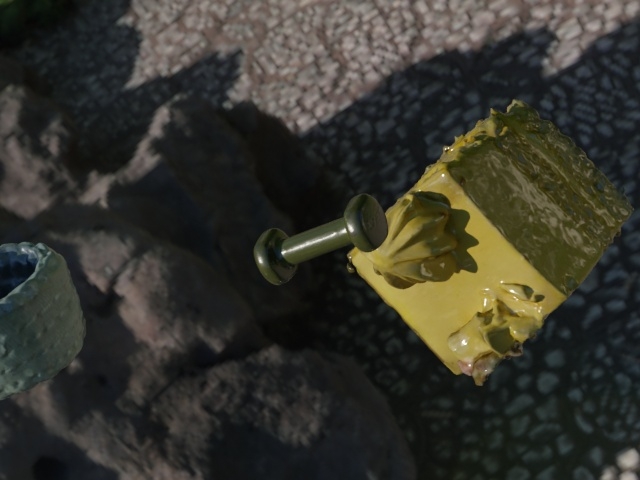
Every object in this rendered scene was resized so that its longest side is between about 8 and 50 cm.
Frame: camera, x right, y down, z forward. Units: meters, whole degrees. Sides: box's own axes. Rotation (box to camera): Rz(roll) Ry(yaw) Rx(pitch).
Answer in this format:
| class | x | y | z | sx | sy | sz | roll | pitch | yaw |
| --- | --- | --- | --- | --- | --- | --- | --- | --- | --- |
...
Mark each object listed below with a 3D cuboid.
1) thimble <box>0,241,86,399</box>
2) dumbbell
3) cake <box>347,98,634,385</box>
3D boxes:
| class | x | y | z | sx | sy | sz | roll | pitch | yaw |
| --- | --- | --- | --- | --- | --- | --- | --- | --- | --- |
| thimble | -0.476 | 0.117 | 1.819 | 0.250 | 0.172 | 0.205 | -29 | 32 | -29 |
| dumbbell | 0.000 | 0.000 | 1.047 | 0.118 | 0.046 | 0.052 | -20 | 20 | 31 |
| cake | 0.180 | 0.010 | 1.441 | 0.286 | 0.227 | 0.222 | -46 | 0 | -40 |
